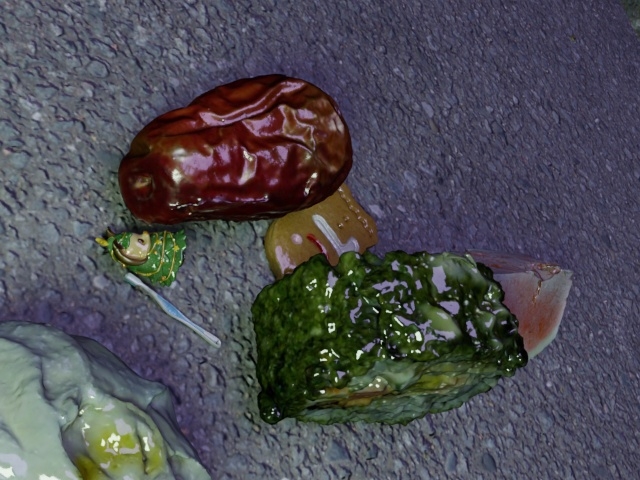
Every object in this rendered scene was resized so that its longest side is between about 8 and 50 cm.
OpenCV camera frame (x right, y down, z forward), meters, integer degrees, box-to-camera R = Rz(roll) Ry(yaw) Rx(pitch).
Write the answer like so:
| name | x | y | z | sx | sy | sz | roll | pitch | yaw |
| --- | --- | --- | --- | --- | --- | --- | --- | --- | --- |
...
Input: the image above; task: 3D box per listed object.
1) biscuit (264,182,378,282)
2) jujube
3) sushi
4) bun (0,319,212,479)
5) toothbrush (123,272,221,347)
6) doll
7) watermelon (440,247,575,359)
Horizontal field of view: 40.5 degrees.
| name | x | y | z | sx | sy | sz | roll | pitch | yaw |
| --- | --- | --- | --- | --- | --- | --- | --- | --- | --- |
| biscuit | 0.002 | -0.001 | 1.346 | 0.184 | 0.035 | 0.249 | 54 | 44 | -5 |
| jujube | -0.114 | -0.116 | 1.196 | 0.342 | 0.216 | 0.216 | -23 | 84 | -38 |
| sushi | 0.099 | 0.133 | 1.177 | 0.352 | 0.294 | 0.178 | 8 | 59 | -36 |
| bun | -0.248 | 0.238 | 0.826 | 0.362 | 0.211 | 0.362 | 45 | 23 | -25 |
| toothbrush | -0.191 | 0.092 | 1.134 | 0.162 | 0.017 | 0.014 | 39 | 54 | -19 |
| doll | -0.231 | 0.024 | 1.112 | 0.113 | 0.076 | 0.078 | -2 | 24 | -22 |
| watermelon | 0.286 | 0.094 | 1.443 | 0.305 | 0.180 | 0.224 | -1 | 58 | -47 |
